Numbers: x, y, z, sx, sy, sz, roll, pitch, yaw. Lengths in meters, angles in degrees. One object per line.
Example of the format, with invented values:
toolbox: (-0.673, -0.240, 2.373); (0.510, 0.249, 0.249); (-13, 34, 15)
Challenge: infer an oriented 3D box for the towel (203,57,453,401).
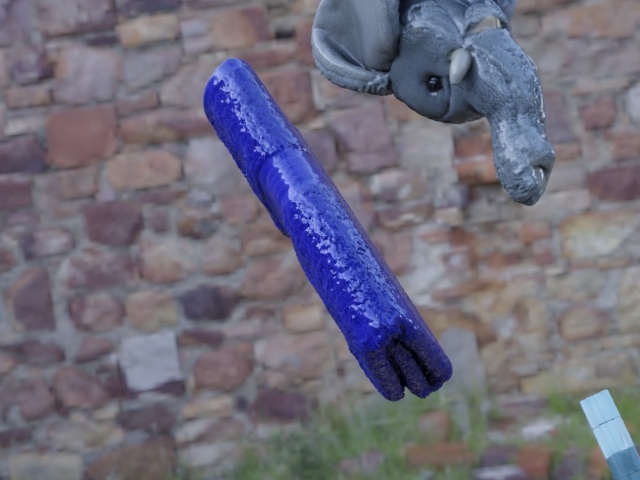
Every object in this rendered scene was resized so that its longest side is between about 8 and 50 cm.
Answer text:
towel: (0.000, 0.000, 1.277); (0.076, 0.308, 0.227); (-34, -24, 4)

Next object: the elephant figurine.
elephant figurine: (0.074, -0.153, 0.930); (0.169, 0.239, 0.186); (4, 8, 7)

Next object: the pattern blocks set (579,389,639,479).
pattern blocks set: (0.233, 0.243, 0.825); (0.026, 0.285, 0.325); (-25, -42, 7)
